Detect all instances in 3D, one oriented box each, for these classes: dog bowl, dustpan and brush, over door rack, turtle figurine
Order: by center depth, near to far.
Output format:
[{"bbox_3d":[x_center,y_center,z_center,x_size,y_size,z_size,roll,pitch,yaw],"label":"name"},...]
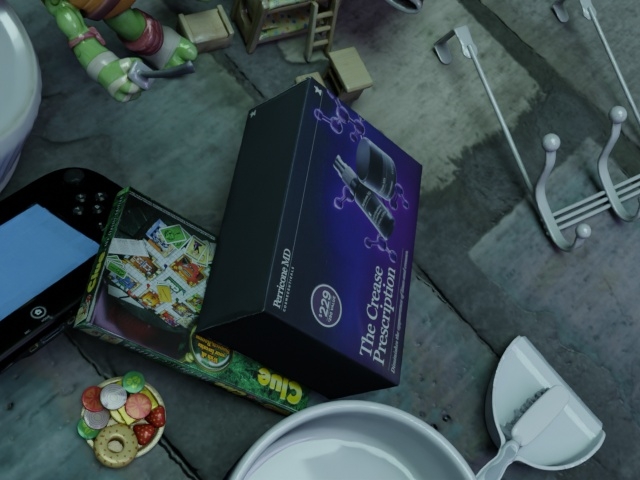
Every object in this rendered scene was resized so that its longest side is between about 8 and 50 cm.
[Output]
[{"bbox_3d":[0.024,0.288,0.775,0.264,0.104,0.265,6,67,-14],"label":"dog bowl"},{"bbox_3d":[-0.155,-0.237,0.822,0.274,0.266,0.198,-12,93,14],"label":"turtle figurine"},{"bbox_3d":[0.212,0.207,0.890,0.211,0.060,0.147,-38,83,-27],"label":"dustpan and brush"},{"bbox_3d":[0.326,-0.173,1.058,0.239,0.108,0.324,-22,76,-25],"label":"over door rack"}]

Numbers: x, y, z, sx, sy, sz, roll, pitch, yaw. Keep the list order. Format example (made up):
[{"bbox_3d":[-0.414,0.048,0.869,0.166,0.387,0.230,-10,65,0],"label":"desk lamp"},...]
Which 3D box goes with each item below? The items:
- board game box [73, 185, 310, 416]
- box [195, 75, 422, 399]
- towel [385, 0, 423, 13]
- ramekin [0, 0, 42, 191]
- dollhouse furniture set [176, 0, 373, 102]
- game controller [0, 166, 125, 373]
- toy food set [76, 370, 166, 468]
[{"bbox_3d":[-0.101,0.067,0.804,0.259,0.030,0.136,32,56,-35],"label":"board game box"},{"bbox_3d":[0.000,0.000,0.838,0.184,0.103,0.261,31,54,-33],"label":"box"},{"bbox_3d":[0.011,-0.419,1.030,0.331,0.053,0.317,28,37,-5],"label":"towel"},{"bbox_3d":[-0.384,-0.148,0.764,0.272,0.127,0.273,20,59,-36],"label":"ramekin"},{"bbox_3d":[-0.047,-0.229,0.968,0.181,0.101,0.161,-20,75,-23],"label":"dollhouse furniture set"},{"bbox_3d":[-0.295,0.042,0.762,0.166,0.067,0.319,23,49,33],"label":"game controller"},{"bbox_3d":[-0.190,0.169,0.804,0.083,0.020,0.083,-32,80,-25],"label":"toy food set"}]
